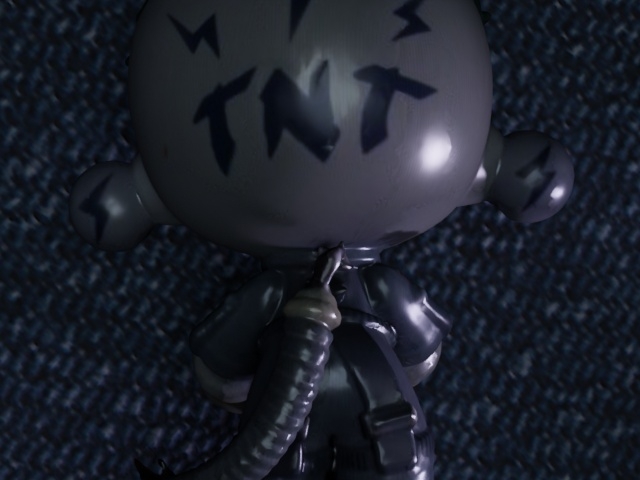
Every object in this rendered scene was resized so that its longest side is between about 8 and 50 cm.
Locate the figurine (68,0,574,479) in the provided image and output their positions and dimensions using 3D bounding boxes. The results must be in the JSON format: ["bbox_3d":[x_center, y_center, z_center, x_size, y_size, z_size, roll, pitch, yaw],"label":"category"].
[{"bbox_3d":[0.003,0.000,0.598,0.261,0.186,0.382,-3,89,-13],"label":"figurine"}]
